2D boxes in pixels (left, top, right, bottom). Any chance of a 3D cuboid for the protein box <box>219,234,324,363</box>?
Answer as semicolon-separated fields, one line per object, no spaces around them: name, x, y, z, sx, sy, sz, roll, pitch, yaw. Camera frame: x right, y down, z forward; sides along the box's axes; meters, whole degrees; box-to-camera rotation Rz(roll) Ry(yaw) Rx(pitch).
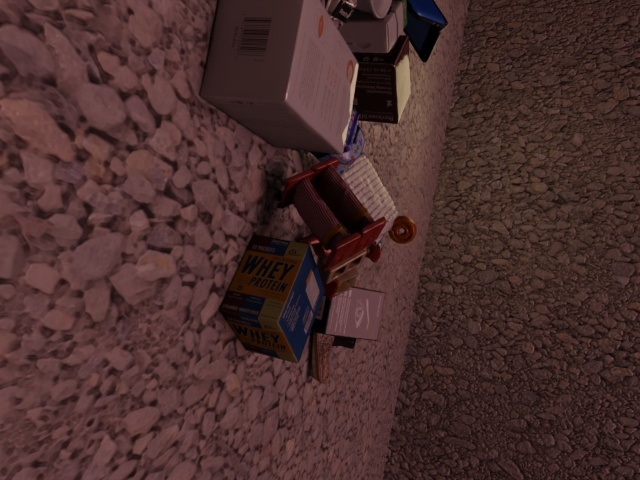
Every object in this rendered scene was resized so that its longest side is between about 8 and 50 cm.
protein box;-0.097;0.131;1.277;0.201;0.135;0.200;73;33;-53

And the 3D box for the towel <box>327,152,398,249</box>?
towel;0.101;-0.106;1.638;0.235;0.121;0.283;61;28;-9

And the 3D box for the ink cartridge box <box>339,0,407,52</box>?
ink cartridge box;0.146;-0.610;1.612;0.208;0.152;0.087;-63;154;-44

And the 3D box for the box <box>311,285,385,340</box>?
box;0.076;0.209;1.711;0.207;0.108;0.153;14;84;-34

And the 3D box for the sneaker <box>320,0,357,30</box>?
sneaker;0.031;-0.554;1.324;0.122;0.146;0.331;-40;137;-65

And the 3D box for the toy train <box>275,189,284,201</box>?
toy train;-0.068;-0.102;1.407;0.158;0.036;0.027;5;94;-71

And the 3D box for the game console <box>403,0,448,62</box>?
game console;0.255;-0.741;1.819;0.250;0.173;0.293;-6;63;-46

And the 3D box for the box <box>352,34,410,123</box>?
box;0.168;-0.483;1.707;0.203;0.168;0.167;77;28;-46

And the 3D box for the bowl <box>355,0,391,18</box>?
bowl;0.101;-0.722;1.452;0.298;0.134;0.298;9;90;-73

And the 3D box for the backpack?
backpack;0.043;-0.260;1.438;0.173;0.116;0.158;41;53;-28

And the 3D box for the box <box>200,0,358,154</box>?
box;-0.061;-0.320;1.125;0.345;0.168;0.215;21;78;-70

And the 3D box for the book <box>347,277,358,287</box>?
book;0.115;0.195;2.087;0.096;0.035;0.144;31;70;-73

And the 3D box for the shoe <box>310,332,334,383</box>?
shoe;-0.003;0.332;1.787;0.076;0.058;0.219;0;95;-40

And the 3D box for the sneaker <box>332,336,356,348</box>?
sneaker;0.066;0.236;1.827;0.083;0.118;0.222;-44;139;-60

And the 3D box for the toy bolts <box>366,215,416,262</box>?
toy bolts;0.232;-0.033;2.096;0.229;0.218;0.158;-68;172;19

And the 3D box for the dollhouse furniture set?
dollhouse furniture set;0.000;0.000;1.392;0.152;0.201;0.374;-29;160;-26
